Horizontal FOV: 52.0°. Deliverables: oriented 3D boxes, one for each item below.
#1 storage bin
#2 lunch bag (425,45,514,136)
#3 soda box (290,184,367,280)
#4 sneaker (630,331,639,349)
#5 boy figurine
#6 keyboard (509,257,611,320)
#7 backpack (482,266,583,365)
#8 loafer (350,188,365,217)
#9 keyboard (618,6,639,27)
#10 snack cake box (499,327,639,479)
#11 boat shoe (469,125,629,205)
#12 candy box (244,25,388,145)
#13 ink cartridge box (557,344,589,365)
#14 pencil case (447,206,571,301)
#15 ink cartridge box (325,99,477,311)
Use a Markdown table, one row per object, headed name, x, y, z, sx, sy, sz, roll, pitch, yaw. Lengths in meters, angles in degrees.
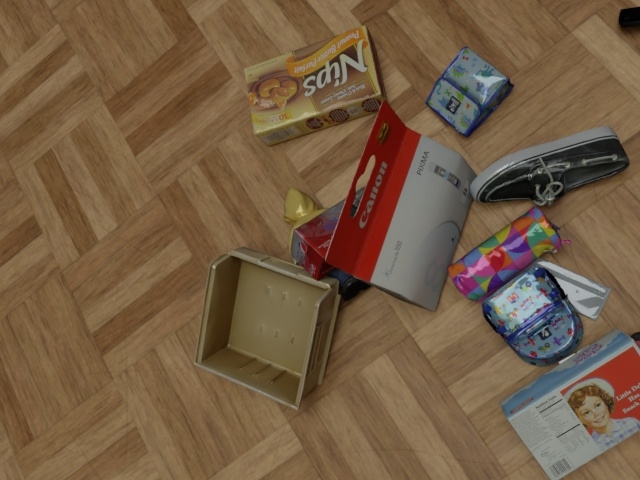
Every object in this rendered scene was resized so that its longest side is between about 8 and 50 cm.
| name | x | y | z | sx | sy | sz | roll | pitch | yaw |
| --- | --- | --- | --- | --- | --- | --- | --- | --- | --- |
| storage bin | -0.112 | 0.177 | 1.402 | 0.262 | 0.123 | 0.261 | 18 | 108 | 22 |
| lunch bag | 0.321 | -0.322 | 1.434 | 0.129 | 0.096 | 0.151 | 45 | 109 | 19 |
| soda box | 0.061 | -0.028 | 1.381 | 0.263 | 0.083 | 0.092 | -33 | 65 | -32 |
| sneaker | 0.697 | 0.263 | 1.158 | 0.313 | 0.116 | 0.136 | 24 | 88 | 22 |
| boy figurine | 0.000 | 0.000 | 1.457 | 0.177 | 0.092 | 0.285 | -33 | 65 | -21 |
| keyboard | 0.452 | 0.075 | 1.340 | 0.256 | 0.014 | 0.072 | 26 | 93 | 22 |
| backpack | 0.417 | 0.156 | 1.275 | 0.158 | 0.117 | 0.173 | -35 | 74 | 15 |
| loafer | 0.139 | -0.103 | 1.348 | 0.096 | 0.084 | 0.267 | 35 | 53 | 16 |
| keyboard | 0.713 | -0.451 | 1.341 | 0.192 | 0.038 | 0.100 | 1 | 43 | 30 |
| snack cake box | 0.486 | 0.301 | 1.207 | 0.264 | 0.089 | 0.152 | -35 | 93 | 9 |
| boat shoe | 0.461 | -0.125 | 1.327 | 0.306 | 0.113 | 0.105 | -17 | 58 | 5 |
| candy box | -0.013 | -0.362 | 1.554 | 0.316 | 0.087 | 0.183 | -15 | 73 | 15 |
| ink cartridge box | 0.502 | 0.227 | 1.267 | 0.083 | 0.048 | 0.028 | -32 | 70 | 8 |
| pencil case | 0.372 | 0.031 | 1.318 | 0.236 | 0.104 | 0.104 | -36 | 69 | 14 |
| ink cartridge box | 0.174 | -0.049 | 1.259 | 0.091 | 0.385 | 0.308 | 17 | 84 | 30 |
